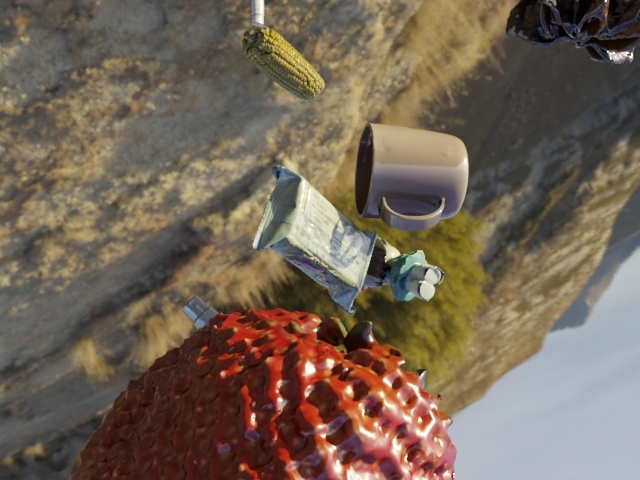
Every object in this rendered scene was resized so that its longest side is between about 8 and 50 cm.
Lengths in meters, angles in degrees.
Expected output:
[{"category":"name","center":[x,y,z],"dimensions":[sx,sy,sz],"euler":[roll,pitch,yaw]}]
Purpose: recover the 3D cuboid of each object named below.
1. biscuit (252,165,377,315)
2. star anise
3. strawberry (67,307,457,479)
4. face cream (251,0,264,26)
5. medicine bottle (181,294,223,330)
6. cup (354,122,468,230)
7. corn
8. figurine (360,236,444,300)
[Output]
[{"category":"biscuit","center":[-0.001,0.004,1.521],"dimensions":[0.079,0.186,0.309],"euler":[-4,152,38]},{"category":"star anise","center":[0.413,-0.352,1.243],"dimensions":[0.220,0.126,0.190],"euler":[13,165,-23]},{"category":"strawberry","center":[-0.074,0.217,0.719],"dimensions":[0.351,0.267,0.312],"euler":[-31,-145,-31]},{"category":"face cream","center":[-0.127,-0.490,1.597],"dimensions":[0.038,0.115,0.020],"euler":[3,172,-38]},{"category":"medicine bottle","center":[-0.150,0.251,1.659],"dimensions":[0.110,0.352,0.110],"euler":[-46,176,-5]},{"category":"cup","center":[0.185,-0.113,1.591],"dimensions":[0.200,0.253,0.191],"euler":[4,131,-7]},{"category":"corn","center":[-0.105,-0.505,2.271],"dimensions":[0.119,0.119,0.322],"euler":[-34,138,26]},{"category":"figurine","center":[0.151,0.072,1.748],"dimensions":[0.110,0.138,0.245],"euler":[26,176,-40]}]
